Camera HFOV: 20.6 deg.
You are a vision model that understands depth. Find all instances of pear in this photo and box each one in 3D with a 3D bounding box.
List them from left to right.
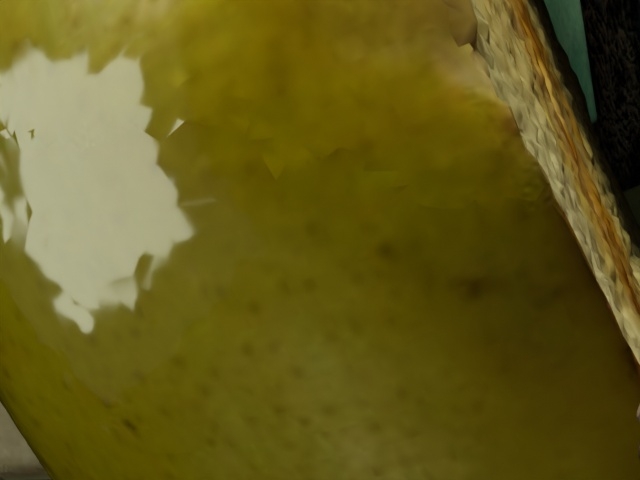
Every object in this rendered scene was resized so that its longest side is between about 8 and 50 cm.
[{"bbox_3d":[0.000,0.000,0.540,0.340,0.191,0.386,44,-154,-60],"label":"pear"}]

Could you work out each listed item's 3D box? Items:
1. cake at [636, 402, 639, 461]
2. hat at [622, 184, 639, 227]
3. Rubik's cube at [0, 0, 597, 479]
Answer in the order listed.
[{"bbox_3d":[0.144,0.020,0.315,0.185,0.178,0.207,-101,9,-47],"label":"cake"},{"bbox_3d":[0.165,0.024,0.767,0.144,0.173,0.166,45,130,12],"label":"hat"},{"bbox_3d":[-0.053,-0.069,0.911,0.322,0.319,0.316,-28,-70,-64],"label":"Rubik's cube"}]
